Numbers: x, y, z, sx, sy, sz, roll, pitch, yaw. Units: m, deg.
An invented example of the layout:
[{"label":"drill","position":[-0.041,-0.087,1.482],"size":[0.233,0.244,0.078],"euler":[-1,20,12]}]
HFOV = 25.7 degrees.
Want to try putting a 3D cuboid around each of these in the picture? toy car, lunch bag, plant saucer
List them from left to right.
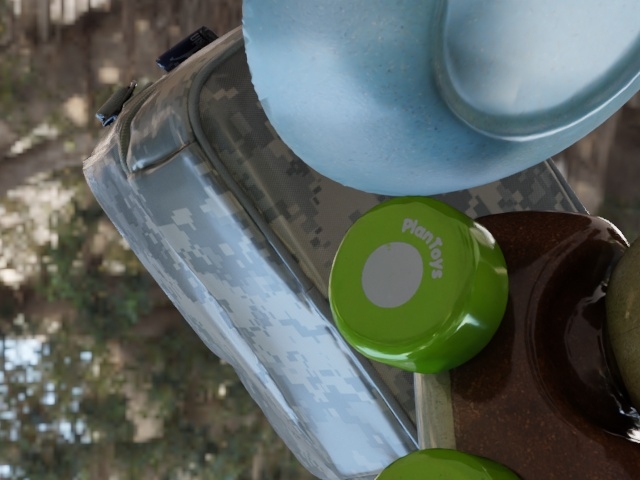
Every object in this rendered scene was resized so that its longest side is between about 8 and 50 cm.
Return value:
[{"label":"lunch bag","position":[0.000,0.000,0.884],"size":[0.212,0.305,0.256],"euler":[-42,-169,-32]},{"label":"plant saucer","position":[0.069,-0.086,0.448],"size":[0.195,0.195,0.037],"euler":[-7,-142,-31]},{"label":"toy car","position":[0.123,0.046,0.425],"size":[0.188,0.149,0.155],"euler":[-17,157,29]}]
